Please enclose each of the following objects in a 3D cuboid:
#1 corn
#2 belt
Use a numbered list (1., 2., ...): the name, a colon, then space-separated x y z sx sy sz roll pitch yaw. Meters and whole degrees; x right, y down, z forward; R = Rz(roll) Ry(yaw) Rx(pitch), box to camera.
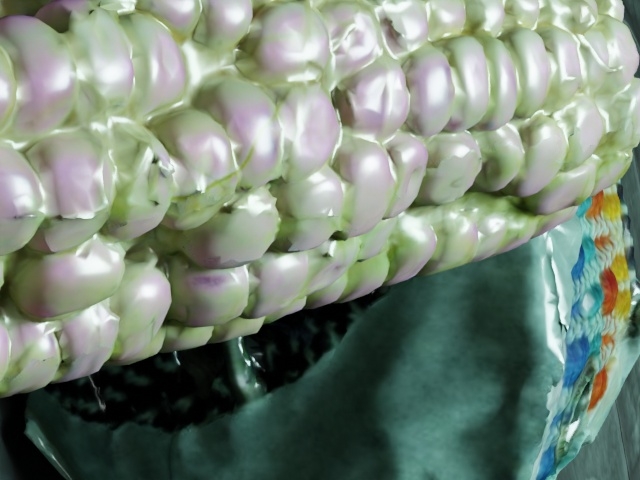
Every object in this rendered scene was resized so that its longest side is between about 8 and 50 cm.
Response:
1. corn: -0.059 -0.027 0.398 0.335 0.127 0.126 -13 94 -39
2. belt: 0.000 0.000 0.612 0.150 0.207 0.257 -13 92 -68
